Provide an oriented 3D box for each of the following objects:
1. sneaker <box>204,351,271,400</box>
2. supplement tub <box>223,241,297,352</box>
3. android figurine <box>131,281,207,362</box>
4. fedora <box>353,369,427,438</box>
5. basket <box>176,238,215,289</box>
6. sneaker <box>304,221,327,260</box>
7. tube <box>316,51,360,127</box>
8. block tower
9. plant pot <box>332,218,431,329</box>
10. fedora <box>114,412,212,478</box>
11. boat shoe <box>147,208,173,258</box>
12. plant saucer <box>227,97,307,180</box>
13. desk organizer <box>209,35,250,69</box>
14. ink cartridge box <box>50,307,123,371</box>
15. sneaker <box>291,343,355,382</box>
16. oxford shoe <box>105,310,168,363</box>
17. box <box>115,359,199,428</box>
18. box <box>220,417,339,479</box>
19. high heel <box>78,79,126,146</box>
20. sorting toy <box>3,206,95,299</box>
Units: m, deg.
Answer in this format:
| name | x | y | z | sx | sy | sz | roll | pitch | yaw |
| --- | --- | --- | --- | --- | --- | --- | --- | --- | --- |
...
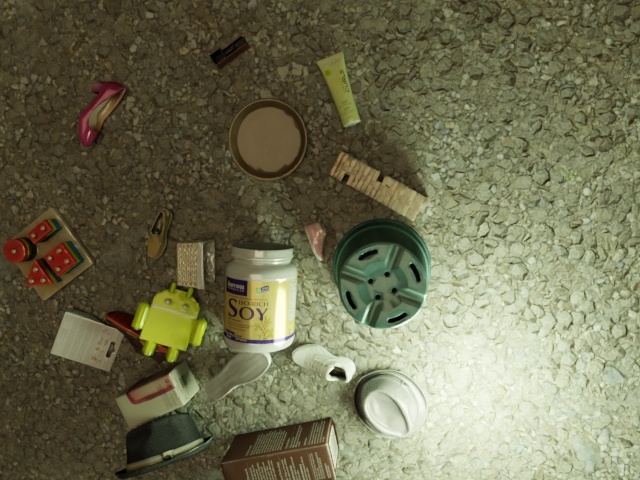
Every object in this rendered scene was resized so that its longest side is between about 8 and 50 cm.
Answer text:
| name | x | y | z | sx | sy | sz | roll | pitch | yaw |
| --- | --- | --- | --- | --- | --- | --- | --- | --- | --- |
| sneaker | -0.260 | 0.432 | 1.654 | 0.292 | 0.169 | 0.108 | -35 | 89 | 25 |
| supplement tub | -0.200 | 0.182 | 1.587 | 0.241 | 0.241 | 0.331 | 3 | 97 | 6 |
| android figurine | -0.532 | 0.288 | 1.690 | 0.248 | 0.056 | 0.273 | 20 | 81 | -9 |
| fedora | 0.241 | 0.585 | 1.640 | 0.243 | 0.124 | 0.275 | -38 | 91 | 10 |
| basket | -0.438 | 0.080 | 1.668 | 0.103 | 0.113 | 0.167 | 1 | 96 | 9 |
| sneaker | 0.000 | 0.000 | 1.639 | 0.070 | 0.051 | 0.134 | -22 | 89 | 14 |
| tube | 0.066 | -0.497 | 1.576 | 0.070 | 0.062 | 0.240 | -17 | 89 | -32 |
| block tower | 0.194 | -0.179 | 1.578 | 0.335 | 0.091 | 0.097 | 27 | 99 | 3 |
| plant pot | 0.191 | 0.110 | 1.488 | 0.341 | 0.334 | 0.341 | 1 | 96 | 7 |
| fedora | -0.557 | 0.703 | 1.674 | 0.334 | 0.334 | 0.153 | -20 | 76 | 8 |
| boat shoe | -0.585 | -0.022 | 1.693 | 0.068 | 0.072 | 0.190 | 16 | 98 | 4 |
| plant saucer | -0.179 | -0.343 | 1.628 | 0.277 | 0.041 | 0.278 | 1 | 96 | 6 |
| desk organizer | -0.307 | -0.639 | 1.604 | 0.130 | 0.050 | 0.047 | -33 | 92 | 9 |
| ink cartridge box | -0.873 | 0.375 | 1.793 | 0.224 | 0.056 | 0.181 | 22 | 99 | -15 |
| sneaker | 0.009 | 0.430 | 1.653 | 0.232 | 0.115 | 0.090 | 14 | 98 | 5 |
| oxford shoe | -0.676 | 0.356 | 1.737 | 0.271 | 0.097 | 0.098 | 32 | 105 | 2 |
| box | -0.587 | 0.554 | 1.719 | 0.232 | 0.148 | 0.127 | -25 | 92 | 8 |
| box | -0.134 | 0.758 | 1.669 | 0.381 | 0.191 | 0.143 | -12 | 95 | 8 |
| high heel | -0.762 | -0.439 | 1.665 | 0.117 | 0.082 | 0.244 | 15 | 85 | 14 |
| sorting toy | -1.016 | 0.055 | 1.743 | 0.255 | 0.089 | 0.257 | -35 | 92 | 9 |
